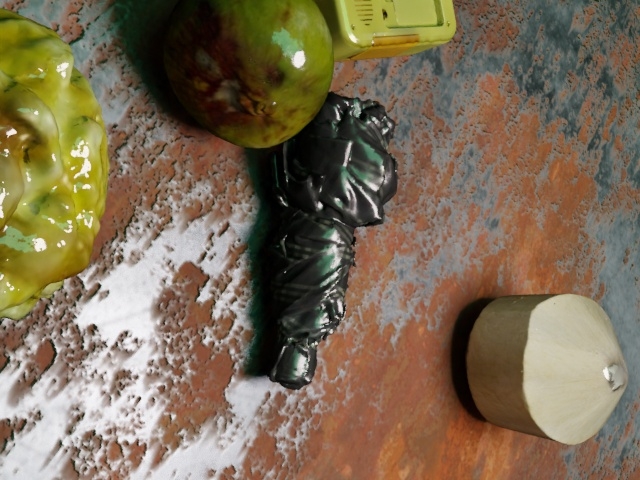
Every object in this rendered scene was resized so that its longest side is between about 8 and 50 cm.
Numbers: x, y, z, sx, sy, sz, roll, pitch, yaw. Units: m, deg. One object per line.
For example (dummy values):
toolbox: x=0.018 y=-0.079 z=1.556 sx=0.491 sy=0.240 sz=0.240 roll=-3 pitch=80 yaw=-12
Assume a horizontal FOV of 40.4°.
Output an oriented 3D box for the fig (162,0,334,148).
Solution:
fig: x=-0.077 y=-0.204 z=0.924 sx=0.181 sy=0.181 sz=0.191 roll=17 pitch=54 yaw=-38

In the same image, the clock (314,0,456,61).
clock: x=0.068 y=-0.303 z=1.098 sx=0.202 sy=0.096 sz=0.143 roll=-13 pitch=97 yaw=-39

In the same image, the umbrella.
umbrella: x=0.011 y=0.000 z=1.012 sx=0.154 sy=0.128 sz=0.336 roll=3 pitch=90 yaw=-24

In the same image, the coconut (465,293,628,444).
coconut: x=0.311 y=0.168 z=1.172 sx=0.202 sy=0.222 sz=0.202 roll=0 pitch=90 yaw=-36

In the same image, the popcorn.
popcorn: x=-0.293 y=-0.060 z=0.666 sx=0.282 sy=0.247 sz=0.282 roll=-38 pitch=144 yaw=-34
